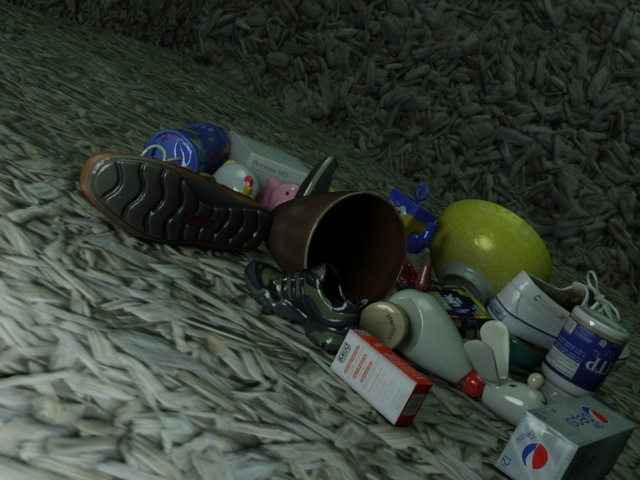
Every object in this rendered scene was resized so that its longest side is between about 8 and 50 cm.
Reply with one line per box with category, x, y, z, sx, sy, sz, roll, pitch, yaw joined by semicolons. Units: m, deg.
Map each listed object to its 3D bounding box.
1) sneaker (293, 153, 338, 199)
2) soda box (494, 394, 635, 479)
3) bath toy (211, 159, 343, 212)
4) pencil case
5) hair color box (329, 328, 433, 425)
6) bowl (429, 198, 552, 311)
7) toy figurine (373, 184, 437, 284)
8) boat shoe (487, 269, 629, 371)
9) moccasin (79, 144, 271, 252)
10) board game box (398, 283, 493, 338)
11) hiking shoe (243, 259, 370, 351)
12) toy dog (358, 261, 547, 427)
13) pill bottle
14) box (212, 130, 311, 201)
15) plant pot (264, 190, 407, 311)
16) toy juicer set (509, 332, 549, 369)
sneaker;0.005;-0.055;1.868;0.118;0.222;0.083;30;-13;-13
soda box;0.367;0.302;1.380;0.091;0.098;0.286;33;13;31
bath toy;-0.063;-0.069;1.957;0.348;0.151;0.129;16;44;-30
pencil case;-0.283;-0.185;1.976;0.133;0.119;0.306;21;12;2
hair color box;0.084;0.190;1.315;0.043;0.072;0.141;11;20;-49
bowl;0.351;0.068;2.090;0.289;0.289;0.156;31;56;17
toy figurine;0.185;-0.032;2.086;0.191;0.217;0.362;18;15;-33
boat shoe;0.497;0.134;1.809;0.367;0.156;0.136;23;22;-28
moccasin;-0.248;-0.075;1.571;0.147;0.139;0.380;28;13;38
board game box;0.238;0.134;1.811;0.141;0.048;0.170;3;18;-13
hiking shoe;-0.020;0.076;1.468;0.227;0.114;0.086;33;13;27
toy dog;0.233;0.157;1.544;0.334;0.161;0.220;26;13;-1
pill bottle;0.466;0.222;1.696;0.112;0.186;0.112;25;13;-6
box;-0.130;-0.147;2.137;0.181;0.119;0.182;20;14;-27
plant pot;0.000;0.000;1.676;0.215;0.215;0.230;17;2;-37
toy juicer set;0.414;0.201;1.903;0.329;0.089;0.209;30;13;17
